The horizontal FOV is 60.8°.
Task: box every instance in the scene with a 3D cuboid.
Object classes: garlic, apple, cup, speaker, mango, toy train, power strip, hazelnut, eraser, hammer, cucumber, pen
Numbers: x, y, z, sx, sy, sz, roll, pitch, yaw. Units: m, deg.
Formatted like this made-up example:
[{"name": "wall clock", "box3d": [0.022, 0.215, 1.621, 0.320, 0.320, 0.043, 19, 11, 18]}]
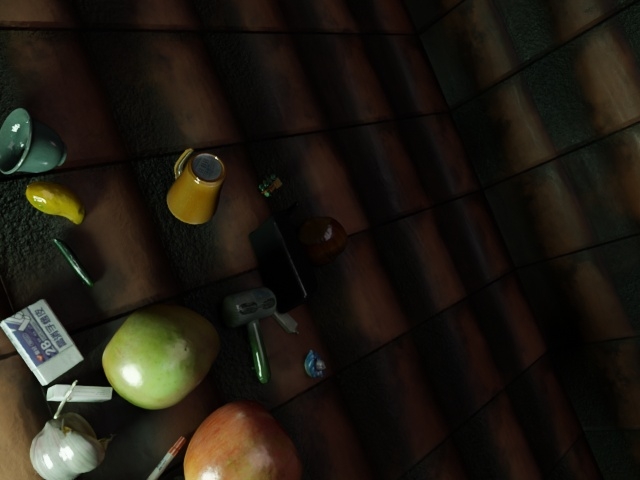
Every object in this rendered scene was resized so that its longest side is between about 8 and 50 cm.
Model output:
[{"name": "garlic", "box3d": [-0.653, 0.522, 1.484, 0.207, 0.207, 0.257, 23, 64, -30]}, {"name": "apple", "box3d": [-0.474, 0.331, 1.611, 0.277, 0.319, 0.319, 42, 52, -12]}, {"name": "cup", "box3d": [-0.853, -0.279, 1.640, 0.150, 0.199, 0.199, 16, 63, -54]}, {"name": "speaker", "box3d": [-0.116, 0.058, 2.068, 0.184, 0.180, 0.388, -12, 75, -44]}, {"name": "mango", "box3d": [-0.804, -0.122, 1.668, 0.190, 0.075, 0.098, 31, 75, -33]}, {"name": "toy train", "box3d": [-0.204, -0.222, 2.212, 0.064, 0.044, 0.103, 55, 48, -23]}, {"name": "power strip", "box3d": [-0.146, 0.290, 2.069, 0.191, 0.030, 0.047, 48, 48, -14]}, {"name": "hazelnut", "box3d": [-0.004, -0.003, 2.211, 0.210, 0.210, 0.186, -23, 65, -42]}, {"name": "eraser", "box3d": [-0.782, 0.285, 1.536, 0.124, 0.068, 0.210, -37, 98, -43]}, {"name": "hammer", "box3d": [-0.232, 0.341, 1.939, 0.206, 0.119, 0.336, -11, 87, -40]}, {"name": "apple", "box3d": [-0.239, 0.675, 1.640, 0.364, 0.364, 0.364, 15, 65, -34]}, {"name": "cucumber", "box3d": [-0.752, 0.066, 1.665, 0.033, 0.036, 0.184, -37, 99, -33]}, {"name": "cup", "box3d": [-0.431, -0.202, 1.889, 0.182, 0.264, 0.226, -23, 77, -34]}, {"name": "pen", "box3d": [-0.488, 0.694, 1.643, 0.028, 0.028, 0.239, 49, 51, -13]}]

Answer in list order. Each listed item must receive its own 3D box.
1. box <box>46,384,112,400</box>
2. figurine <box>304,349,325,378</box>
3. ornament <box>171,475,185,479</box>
[{"name": "box", "box3d": [-0.683, 0.435, 1.547, 0.154, 0.084, 0.040, 15, 65, -35]}, {"name": "figurine", "box3d": [-0.020, 0.467, 2.071, 0.114, 0.079, 0.114, 41, 43, -53]}, {"name": "ornament", "box3d": [-0.455, 0.814, 1.509, 0.251, 0.106, 0.260, 68, 20, 4]}]
